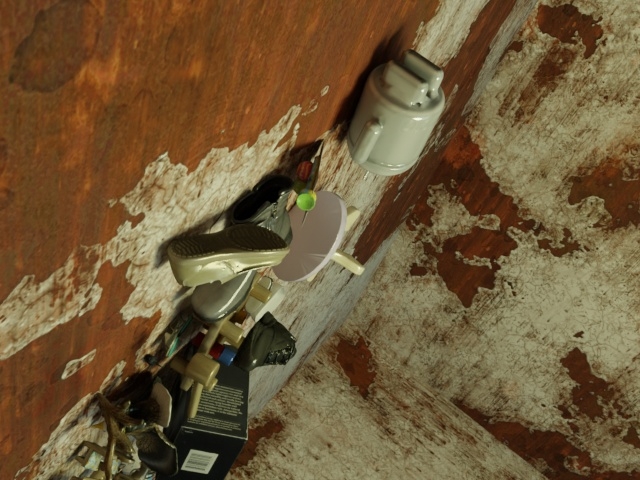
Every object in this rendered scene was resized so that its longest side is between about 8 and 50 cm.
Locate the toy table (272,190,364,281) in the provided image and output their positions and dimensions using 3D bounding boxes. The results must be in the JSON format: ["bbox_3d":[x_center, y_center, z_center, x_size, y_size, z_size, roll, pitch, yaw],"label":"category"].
[{"bbox_3d":[0.000,0.000,1.788,0.274,0.252,0.161,-44,155,18],"label":"toy table"}]

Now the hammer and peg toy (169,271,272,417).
[{"bbox_3d":[-0.270,0.250,1.592,0.265,0.127,0.361,-60,177,32],"label":"hammer and peg toy"}]

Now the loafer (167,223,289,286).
[{"bbox_3d":[-0.189,0.033,1.327,0.269,0.102,0.092,-5,130,-34],"label":"loafer"}]

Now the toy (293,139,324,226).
[{"bbox_3d":[-0.035,-0.145,1.546,0.237,0.056,0.136,-89,-164,-60],"label":"toy"}]

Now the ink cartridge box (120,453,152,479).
[{"bbox_3d":[-0.595,0.738,1.980,0.143,0.092,0.089,-40,162,-45],"label":"ink cartridge box"}]

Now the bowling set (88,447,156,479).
[{"bbox_3d":[-0.546,0.652,1.847,0.154,0.200,0.287,-54,126,-15],"label":"bowling set"}]

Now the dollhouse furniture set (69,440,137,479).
[{"bbox_3d":[-0.510,0.642,1.598,0.212,0.161,0.242,-65,151,-16],"label":"dollhouse furniture set"}]

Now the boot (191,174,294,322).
[{"bbox_3d":[-0.184,0.009,1.460,0.338,0.118,0.222,-54,163,-28],"label":"boot"}]

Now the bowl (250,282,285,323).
[{"bbox_3d":[-0.177,0.197,2.076,0.142,0.053,0.142,-50,167,-16],"label":"bowl"}]

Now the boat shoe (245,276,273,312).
[{"bbox_3d":[-0.185,0.166,1.985,0.125,0.046,0.038,-62,162,6],"label":"boat shoe"}]

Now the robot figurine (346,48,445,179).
[{"bbox_3d":[0.183,-0.303,1.641,0.300,0.200,0.353,-38,161,-34],"label":"robot figurine"}]

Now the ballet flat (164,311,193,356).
[{"bbox_3d":[-0.348,0.221,1.549,0.114,0.041,0.041,-61,170,-16],"label":"ballet flat"}]

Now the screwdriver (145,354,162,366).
[{"bbox_3d":[-0.413,0.303,1.620,0.024,0.025,0.170,-50,176,-16],"label":"screwdriver"}]

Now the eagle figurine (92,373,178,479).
[{"bbox_3d":[-0.429,0.436,1.551,0.226,0.225,0.298,-63,159,-11],"label":"eagle figurine"}]

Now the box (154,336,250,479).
[{"bbox_3d":[-0.320,0.479,1.776,0.294,0.183,0.296,-93,-155,-50],"label":"box"}]

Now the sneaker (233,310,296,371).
[{"bbox_3d":[-0.126,0.264,1.630,0.109,0.130,0.286,-57,177,15],"label":"sneaker"}]
